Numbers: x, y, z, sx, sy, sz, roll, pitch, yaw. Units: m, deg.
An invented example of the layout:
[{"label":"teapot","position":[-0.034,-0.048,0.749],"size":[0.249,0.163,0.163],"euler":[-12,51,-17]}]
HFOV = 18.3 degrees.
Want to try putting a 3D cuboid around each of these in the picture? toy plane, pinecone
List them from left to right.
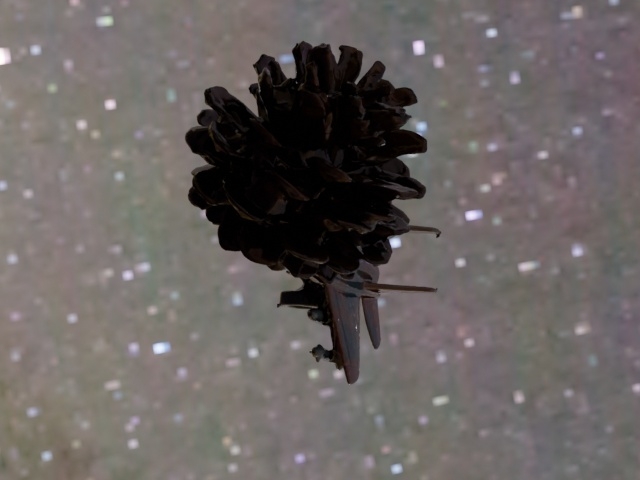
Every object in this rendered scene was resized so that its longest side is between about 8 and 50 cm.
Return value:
[{"label":"pinecone","position":[-0.006,-0.047,1.087],"size":[0.120,0.140,0.140],"euler":[-55,-131,24]},{"label":"toy plane","position":[-0.007,0.000,1.613],"size":[0.104,0.326,0.222],"euler":[0,-98,29]}]
